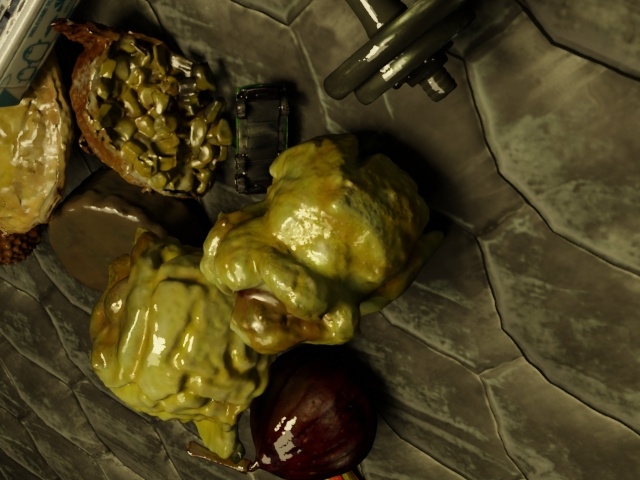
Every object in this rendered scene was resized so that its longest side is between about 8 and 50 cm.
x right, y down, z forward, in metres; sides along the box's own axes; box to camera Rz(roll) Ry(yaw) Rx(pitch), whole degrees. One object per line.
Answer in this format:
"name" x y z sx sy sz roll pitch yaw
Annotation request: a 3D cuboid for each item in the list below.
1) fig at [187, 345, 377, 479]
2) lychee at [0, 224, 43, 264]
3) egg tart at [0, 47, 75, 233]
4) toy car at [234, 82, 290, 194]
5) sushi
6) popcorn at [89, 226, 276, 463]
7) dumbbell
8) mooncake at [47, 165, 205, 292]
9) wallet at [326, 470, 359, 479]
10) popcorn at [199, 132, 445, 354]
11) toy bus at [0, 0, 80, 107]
"fig" -0.034 0.284 1.426 0.186 0.249 0.203 0 126 50
"lychee" -0.569 -0.055 1.636 0.200 0.200 0.238 24 156 23
"egg tart" -0.478 -0.170 1.414 0.341 0.129 0.341 1 92 44
"toy car" -0.077 -0.133 1.242 0.071 0.062 0.165 -6 133 -11
"sushi" -0.234 -0.174 1.288 0.179 0.167 0.296 22 134 59
"popcorn" -0.184 0.119 1.300 0.237 0.293 0.293 13 147 -23
"dumbbell" 0.037 -0.257 0.955 0.290 0.192 0.192 50 140 -6
"mooncake" -0.288 -0.011 1.472 0.228 0.124 0.228 14 138 13
"wallet" -0.007 0.386 1.636 0.141 0.067 0.241 -17 111 44
"popcorn" 0.001 0.004 1.159 0.225 0.276 0.276 34 139 21
"toy bus" -0.384 -0.317 1.226 0.131 0.106 0.297 42 111 9
